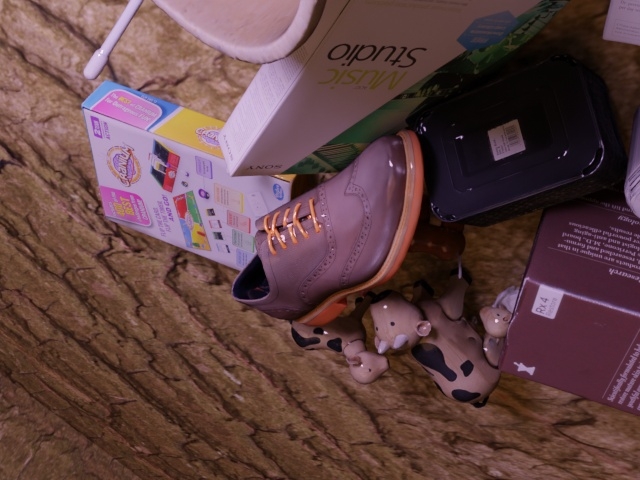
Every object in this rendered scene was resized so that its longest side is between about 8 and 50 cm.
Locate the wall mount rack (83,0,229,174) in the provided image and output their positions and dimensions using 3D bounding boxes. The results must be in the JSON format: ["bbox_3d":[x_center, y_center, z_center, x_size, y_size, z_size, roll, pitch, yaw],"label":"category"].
[{"bbox_3d":[-0.106,-0.240,0.834,0.350,0.130,0.304,35,145,-7],"label":"wall mount rack"}]

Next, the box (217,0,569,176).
[{"bbox_3d":[0.062,-0.167,0.757,0.232,0.058,0.322,-6,158,-31],"label":"box"}]

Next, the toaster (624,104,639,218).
[{"bbox_3d":[0.363,-0.092,0.692,0.129,0.146,0.227,33,143,-5],"label":"toaster"}]

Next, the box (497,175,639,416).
[{"bbox_3d":[0.309,0.044,0.838,0.167,0.203,0.168,17,142,14],"label":"box"}]

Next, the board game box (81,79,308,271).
[{"bbox_3d":[-0.177,-0.076,1.120,0.316,0.064,0.242,21,142,10],"label":"board game box"}]

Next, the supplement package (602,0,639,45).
[{"bbox_3d":[0.294,-0.248,0.589,0.105,0.105,0.179,17,142,17],"label":"supplement package"}]

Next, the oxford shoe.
[{"bbox_3d":[0.000,0.000,0.891,0.133,0.130,0.363,7,145,-23],"label":"oxford shoe"}]

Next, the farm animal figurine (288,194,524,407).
[{"bbox_3d":[0.121,0.118,1.051,0.327,0.172,0.330,34,139,-8],"label":"farm animal figurine"}]

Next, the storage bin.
[{"bbox_3d":[0.199,-0.094,0.778,0.180,0.122,0.084,-20,165,35],"label":"storage bin"}]

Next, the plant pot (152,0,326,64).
[{"bbox_3d":[-0.005,-0.334,0.466,0.334,0.305,0.334,44,162,18],"label":"plant pot"}]
